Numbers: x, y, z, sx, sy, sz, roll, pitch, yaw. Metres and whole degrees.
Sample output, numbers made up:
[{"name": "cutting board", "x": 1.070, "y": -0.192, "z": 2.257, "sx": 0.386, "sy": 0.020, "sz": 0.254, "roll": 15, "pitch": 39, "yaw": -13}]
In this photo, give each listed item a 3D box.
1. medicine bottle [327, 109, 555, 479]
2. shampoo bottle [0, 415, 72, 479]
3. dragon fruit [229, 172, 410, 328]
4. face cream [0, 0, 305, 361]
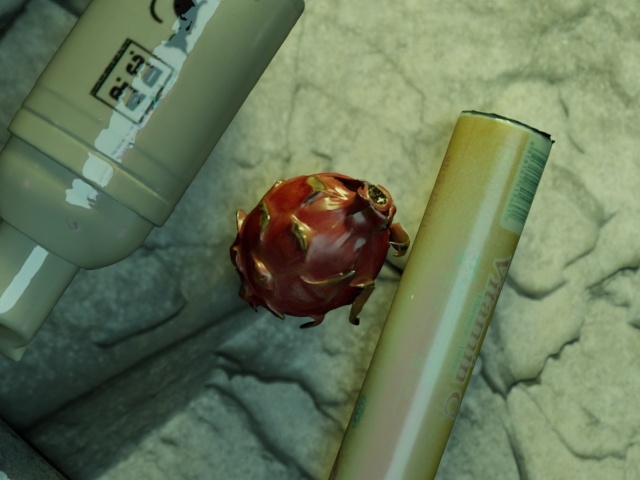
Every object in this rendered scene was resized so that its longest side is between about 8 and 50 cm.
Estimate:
[{"name": "medicine bottle", "x": 0.102, "y": 0.095, "z": 0.922, "sx": 0.108, "sy": 0.108, "sz": 0.426, "roll": 21, "pitch": 88, "yaw": -20}, {"name": "shampoo bottle", "x": -0.281, "y": 0.190, "z": 0.830, "sx": 0.087, "sy": 0.049, "sz": 0.234, "roll": -43, "pitch": 107, "yaw": -8}, {"name": "dragon fruit", "x": 0.000, "y": 0.000, "z": 0.857, "sx": 0.136, "sy": 0.166, "sz": 0.133, "roll": 42, "pitch": 38, "yaw": -14}, {"name": "face cream", "x": -0.167, "y": -0.071, "z": 0.785, "sx": 0.145, "sy": 0.145, "sz": 0.370, "roll": 33, "pitch": 85, "yaw": -19}]
